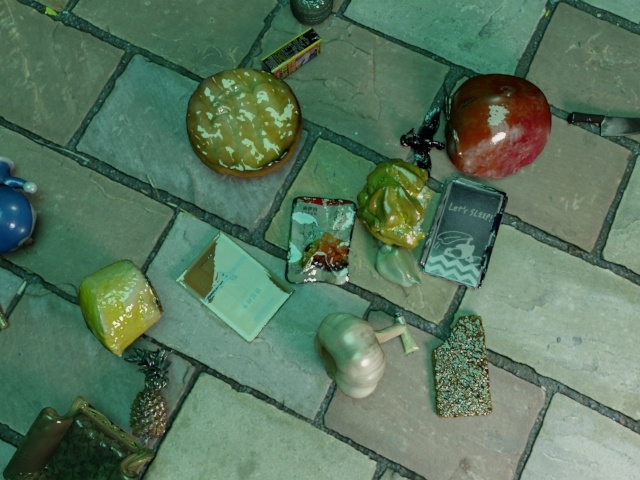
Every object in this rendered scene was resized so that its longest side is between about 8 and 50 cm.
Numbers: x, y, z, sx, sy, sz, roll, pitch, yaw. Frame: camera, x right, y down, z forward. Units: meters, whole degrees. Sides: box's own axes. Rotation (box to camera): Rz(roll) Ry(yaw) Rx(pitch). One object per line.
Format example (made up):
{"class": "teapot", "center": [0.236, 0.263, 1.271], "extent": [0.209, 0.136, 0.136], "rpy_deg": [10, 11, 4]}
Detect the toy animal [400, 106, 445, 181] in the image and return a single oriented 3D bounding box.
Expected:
{"class": "toy animal", "center": [0.264, -0.252, 1.682], "extent": [0.108, 0.062, 0.220], "rpy_deg": [13, 73, -16]}

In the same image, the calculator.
{"class": "calculator", "center": [0.356, -0.024, 1.629], "extent": [0.166, 0.028, 0.274], "rpy_deg": [19, 73, 8]}

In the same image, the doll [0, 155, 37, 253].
{"class": "doll", "center": [-0.784, -0.083, 1.583], "extent": [0.215, 0.161, 0.256], "rpy_deg": [-28, 60, 5]}

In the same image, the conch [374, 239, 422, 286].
{"class": "conch", "center": [0.174, 0.044, 1.588], "extent": [0.088, 0.065, 0.180], "rpy_deg": [-33, 79, -9]}

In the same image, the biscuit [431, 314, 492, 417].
{"class": "biscuit", "center": [0.328, 0.292, 1.540], "extent": [0.131, 0.026, 0.236], "rpy_deg": [-2, 75, -3]}

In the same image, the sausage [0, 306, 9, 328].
{"class": "sausage", "center": [-0.782, 0.151, 1.570], "extent": [0.024, 0.024, 0.132], "rpy_deg": [-30, 78, -8]}

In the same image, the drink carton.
{"class": "drink carton", "center": [-0.077, -0.487, 1.731], "extent": [0.166, 0.071, 0.056], "rpy_deg": [-37, 81, -11]}

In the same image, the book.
{"class": "book", "center": [-0.207, 0.109, 1.590], "extent": [0.242, 0.018, 0.170], "rpy_deg": [38, 77, 9]}

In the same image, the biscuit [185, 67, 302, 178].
{"class": "biscuit", "center": [-0.191, -0.294, 1.661], "extent": [0.297, 0.102, 0.296], "rpy_deg": [1, 75, -4]}

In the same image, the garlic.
{"class": "garlic", "center": [0.111, 0.238, 1.485], "extent": [0.226, 0.199, 0.199], "rpy_deg": [-19, 75, -24]}

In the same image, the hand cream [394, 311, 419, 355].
{"class": "hand cream", "center": [0.201, 0.221, 1.563], "extent": [0.035, 0.022, 0.102], "rpy_deg": [-21, 81, -5]}

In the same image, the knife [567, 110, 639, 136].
{"class": "knife", "center": [0.761, -0.300, 1.714], "extent": [0.231, 0.028, 0.060], "rpy_deg": [3, 87, -3]}

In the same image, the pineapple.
{"class": "pineapple", "center": [-0.393, 0.352, 1.488], "extent": [0.103, 0.083, 0.221], "rpy_deg": [-1, 74, 3]}

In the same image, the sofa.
{"class": "sofa", "center": [-0.512, 0.484, 1.375], "extent": [0.258, 0.182, 0.200], "rpy_deg": [34, 96, 9]}

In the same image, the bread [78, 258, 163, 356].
{"class": "bread", "center": [-0.457, 0.150, 1.496], "extent": [0.171, 0.197, 0.197], "rpy_deg": [-32, 77, -16]}

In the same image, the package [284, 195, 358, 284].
{"class": "package", "center": [0.000, 0.000, 1.613], "extent": [0.166, 0.040, 0.231], "rpy_deg": [7, 73, 2]}

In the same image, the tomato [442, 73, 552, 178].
{"class": "tomato", "center": [0.453, -0.311, 1.635], "extent": [0.309, 0.170, 0.308], "rpy_deg": [0, 75, 1]}

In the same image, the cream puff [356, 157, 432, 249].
{"class": "cream puff", "center": [0.174, -0.104, 1.555], "extent": [0.195, 0.194, 0.221], "rpy_deg": [11, 46, 3]}

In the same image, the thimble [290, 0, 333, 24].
{"class": "thimble", "center": [-0.022, -0.661, 1.770], "extent": [0.119, 0.090, 0.135], "rpy_deg": [16, 73, 1]}
